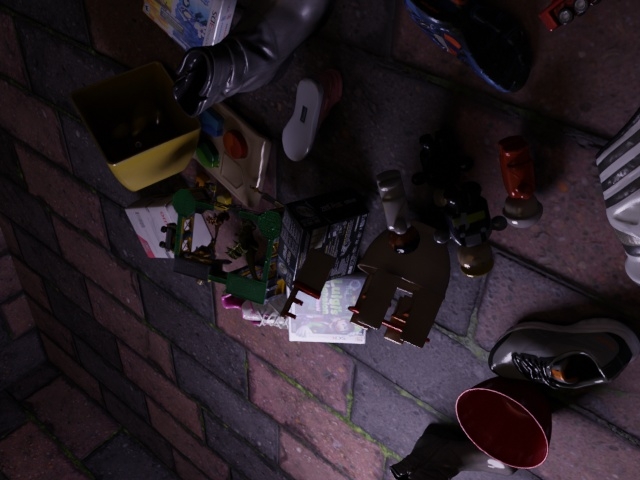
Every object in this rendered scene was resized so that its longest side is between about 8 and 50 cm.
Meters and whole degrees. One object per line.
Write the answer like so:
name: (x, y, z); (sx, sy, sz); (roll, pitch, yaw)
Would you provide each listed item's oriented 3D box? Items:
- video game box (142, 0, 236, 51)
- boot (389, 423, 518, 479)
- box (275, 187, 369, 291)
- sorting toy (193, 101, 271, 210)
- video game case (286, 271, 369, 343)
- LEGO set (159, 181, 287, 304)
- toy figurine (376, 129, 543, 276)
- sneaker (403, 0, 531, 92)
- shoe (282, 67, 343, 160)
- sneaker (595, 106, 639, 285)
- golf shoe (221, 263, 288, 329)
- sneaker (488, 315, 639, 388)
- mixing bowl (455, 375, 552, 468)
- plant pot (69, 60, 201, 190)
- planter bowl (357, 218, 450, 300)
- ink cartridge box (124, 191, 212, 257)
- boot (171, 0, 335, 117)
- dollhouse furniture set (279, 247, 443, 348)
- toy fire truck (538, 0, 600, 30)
video game box: (-0.257, -0.468, 1.265); (0.205, 0.048, 0.187); (43, 139, 12)
boot: (0.277, 0.483, 1.359); (0.247, 0.161, 0.083); (0, 119, 46)
box: (0.000, 0.000, 1.268); (0.077, 0.147, 0.180); (54, 149, 34)
sorting toy: (-0.225, -0.171, 1.468); (0.229, 0.041, 0.307); (39, 140, 18)
video game case: (0.015, 0.146, 1.399); (0.173, 0.022, 0.190); (2, 124, 3)
LEGO set: (-0.169, -0.002, 1.452); (0.332, 0.192, 0.254); (6, 102, 24)
toy figurine: (0.205, -0.056, 0.973); (0.213, 0.209, 0.148); (13, 133, 41)
sneaker: (0.204, -0.291, 0.905); (0.221, 0.083, 0.087); (44, 180, -4)
shoe: (-0.011, -0.225, 1.167); (0.063, 0.081, 0.178); (38, 137, 19)
sneaker: (0.492, -0.090, 0.675); (0.448, 0.169, 0.257); (-13, 111, 53)
golf shoe: (-0.101, 0.169, 1.529); (0.306, 0.140, 0.115); (26, 134, 29)
sneaker: (0.379, 0.194, 1.071); (0.100, 0.108, 0.272); (56, 144, -7)
mixing bowl: (0.355, 0.318, 1.200); (0.181, 0.098, 0.181); (27, 135, 31)
plant pot: (-0.404, -0.236, 1.461); (0.212, 0.212, 0.187); (56, 160, 19)
planter bowl: (0.161, 0.027, 1.140); (0.162, 0.109, 0.162); (24, 172, 3)
ink cartridge box: (-0.401, -0.040, 1.716); (0.218, 0.092, 0.158); (1, 120, 48)
boot: (-0.116, -0.337, 1.073); (0.118, 0.223, 0.338); (47, 142, 9)
dollhouse furniture set: (0.072, 0.127, 1.165); (0.259, 0.135, 0.262); (23, 173, 3)
toy fire truck: (0.289, -0.337, 0.793); (0.135, 0.047, 0.192); (55, 142, -1)
